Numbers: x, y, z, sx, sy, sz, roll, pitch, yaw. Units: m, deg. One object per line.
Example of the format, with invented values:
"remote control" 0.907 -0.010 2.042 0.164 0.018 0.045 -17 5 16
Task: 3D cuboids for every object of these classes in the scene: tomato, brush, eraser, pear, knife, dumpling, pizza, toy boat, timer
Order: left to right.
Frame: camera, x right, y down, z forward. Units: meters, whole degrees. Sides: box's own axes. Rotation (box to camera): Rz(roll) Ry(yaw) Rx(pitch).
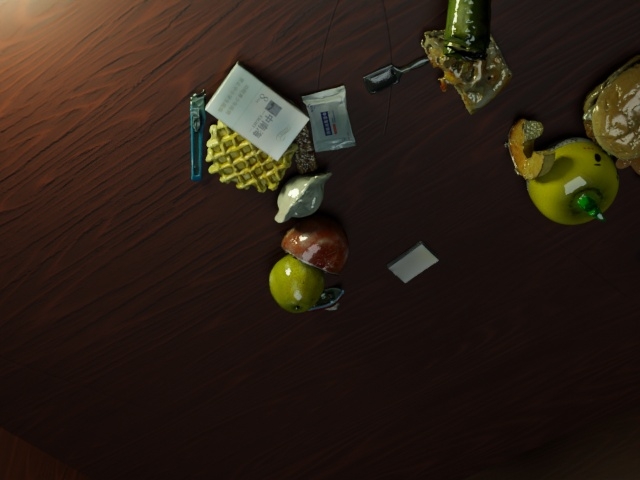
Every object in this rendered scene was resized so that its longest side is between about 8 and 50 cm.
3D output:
"knife" -0.347 -0.291 1.950 0.044 0.026 0.297 -7 130 -18
"pear" -0.079 0.136 2.227 0.198 0.198 0.198 -4 129 -5
"dumpling" -0.061 -0.127 2.047 0.124 0.151 0.229 45 115 -5
"tomato" 0.000 0.000 2.162 0.214 0.181 0.155 23 105 -33
"toy boat" 0.002 0.199 2.365 0.172 0.069 0.059 -14 138 10
"brush" 0.213 -0.462 1.894 0.193 0.016 0.063 -23 129 11
"eraser" 0.315 0.075 2.338 0.150 0.023 0.104 -37 124 21
"pizza" 0.397 -0.481 1.870 0.189 0.071 0.297 -35 124 21
"timer" 0.773 -0.149 2.063 0.284 0.285 0.285 -4 129 -5

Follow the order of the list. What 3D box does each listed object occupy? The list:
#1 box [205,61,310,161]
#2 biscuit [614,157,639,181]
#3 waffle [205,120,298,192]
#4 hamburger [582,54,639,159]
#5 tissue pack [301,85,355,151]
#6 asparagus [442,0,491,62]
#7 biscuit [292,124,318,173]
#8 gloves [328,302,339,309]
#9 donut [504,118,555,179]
"box" -0.168 -0.345 1.857 0.242 0.067 0.155 36 105 -17
"biscuit" 0.988 -0.282 2.131 0.250 0.036 0.165 29 119 -20
"waffle" -0.201 -0.262 1.965 0.249 0.056 0.261 19 123 -11
"hamburger" 0.904 -0.374 1.969 0.259 0.145 0.283 32 118 -23
"tissue pack" 0.026 -0.340 1.960 0.122 0.026 0.193 -13 129 3
"asparagus" 0.374 -0.636 1.703 0.128 0.108 0.382 -8 112 -24
"biscuit" -0.055 -0.283 1.990 0.064 0.034 0.199 -11 129 5
"gloves" 0.035 0.226 2.411 0.080 0.037 0.044 19 88 -4
"donut" 0.619 -0.263 2.026 0.078 0.181 0.146 -12 153 -19
